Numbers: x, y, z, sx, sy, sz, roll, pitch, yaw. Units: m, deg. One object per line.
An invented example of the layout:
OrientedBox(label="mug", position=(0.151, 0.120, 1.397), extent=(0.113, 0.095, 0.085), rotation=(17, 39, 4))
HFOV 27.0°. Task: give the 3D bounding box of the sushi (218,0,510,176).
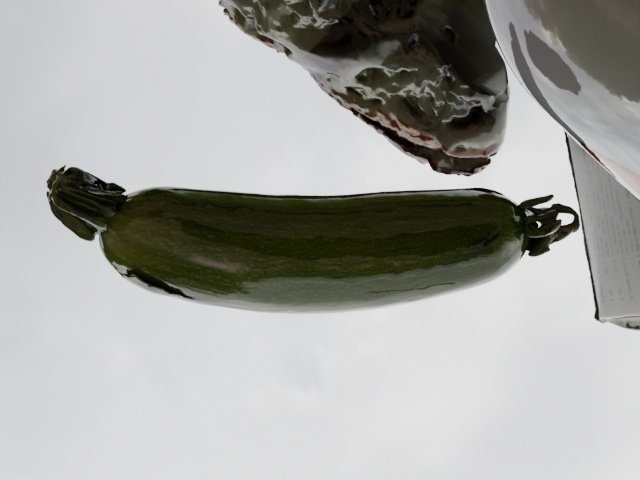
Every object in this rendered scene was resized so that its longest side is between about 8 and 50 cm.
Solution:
OrientedBox(label="sushi", position=(0.032, -0.187, 1.063), extent=(0.130, 0.332, 0.124), rotation=(-42, -165, 50))

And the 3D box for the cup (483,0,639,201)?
OrientedBox(label="cup", position=(0.212, -0.067, 0.473), extent=(0.212, 0.317, 0.212), rotation=(-30, -138, 31))

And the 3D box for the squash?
OrientedBox(label="squash", position=(-0.001, 0.003, 0.781), extent=(0.318, 0.071, 0.080), rotation=(2, -82, -19))

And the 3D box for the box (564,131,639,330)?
OrientedBox(label="box", position=(0.273, -0.112, 0.959), extent=(0.173, 0.145, 0.333), rotation=(-9, -94, -10))
